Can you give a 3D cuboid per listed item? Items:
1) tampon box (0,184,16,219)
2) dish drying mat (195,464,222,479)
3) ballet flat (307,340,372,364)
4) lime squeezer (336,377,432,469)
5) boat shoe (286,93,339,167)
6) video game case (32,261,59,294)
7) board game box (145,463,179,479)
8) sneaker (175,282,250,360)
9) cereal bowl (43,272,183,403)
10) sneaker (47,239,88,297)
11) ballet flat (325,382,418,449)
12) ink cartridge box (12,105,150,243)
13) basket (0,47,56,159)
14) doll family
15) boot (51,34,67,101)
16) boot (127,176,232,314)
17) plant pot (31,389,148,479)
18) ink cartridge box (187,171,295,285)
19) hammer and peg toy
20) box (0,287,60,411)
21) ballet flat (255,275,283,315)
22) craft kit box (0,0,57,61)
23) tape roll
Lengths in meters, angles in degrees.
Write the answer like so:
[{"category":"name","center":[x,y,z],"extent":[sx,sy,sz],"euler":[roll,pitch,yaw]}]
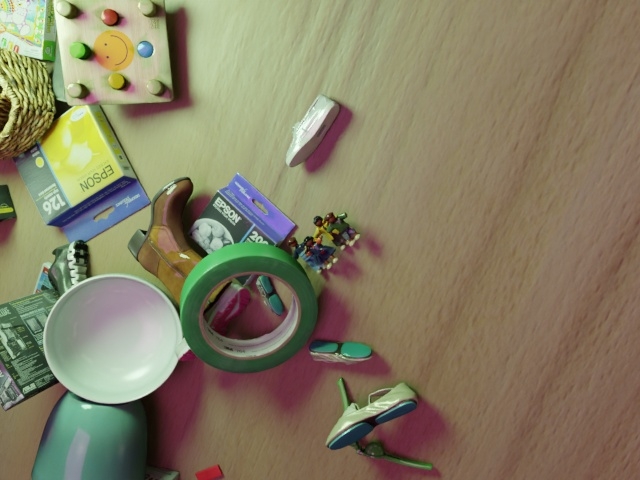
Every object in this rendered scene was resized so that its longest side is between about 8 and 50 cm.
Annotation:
[{"category":"tampon box","center":[-0.978,-0.089,1.725],"extent":[0.161,0.120,0.101],"euler":[-13,95,20]},{"category":"dish drying mat","center":[-0.312,0.654,1.703],"extent":[0.083,0.008,0.032],"euler":[-27,90,21]},{"category":"ballet flat","center":[0.051,0.280,1.503],"extent":[0.168,0.057,0.052],"euler":[5,129,21]},{"category":"lime squeezer","center":[0.128,0.491,1.517],"extent":[0.310,0.059,0.110],"euler":[43,79,8]},{"category":"boat shoe","center":[-0.032,-0.258,1.421],"extent":[0.063,0.066,0.184],"euler":[43,112,21]},{"category":"video game case","center":[-0.759,0.232,1.763],"extent":[0.204,0.025,0.285],"euler":[29,107,11]},{"category":"board game box","center":[-0.556,0.709,1.634],"extent":[0.224,0.303,0.097],"euler":[10,103,17]},{"category":"sneaker","center":[-0.293,0.197,1.562],"extent":[0.111,0.103,0.252],"euler":[39,91,26]},{"category":"cereal bowl","center":[-0.535,0.246,1.600],"extent":[0.339,0.141,0.339],"euler":[-1,95,-14]},{"category":"sneaker","center":[-0.697,0.118,1.674],"extent":[0.106,0.078,0.234],"euler":[-6,81,14]},{"category":"ballet flat","center":[0.116,0.417,1.464],"extent":[0.248,0.086,0.086],"euler":[-28,91,4]},{"category":"ink cartridge box","center":[-0.652,-0.170,1.635],"extent":[0.303,0.072,0.307],"euler":[-27,89,20]},{"category":"basket","center":[-0.862,-0.339,1.552],"extent":[0.299,0.223,0.213],"euler":[-24,73,26]},{"category":"doll family","center":[0.000,0.000,1.447],"extent":[0.111,0.076,0.193],"euler":[39,105,-12]},{"category":"boot","center":[-0.621,-0.457,1.569],"extent":[0.189,0.076,0.208],"euler":[14,98,28]},{"category":"boot","center":[-0.324,0.018,1.492],"extent":[0.280,0.096,0.264],"euler":[42,99,20]},{"category":"plant pot","center":[-0.601,0.518,1.634],"extent":[0.293,0.293,0.235],"euler":[13,96,15]},{"category":"ink cartridge box","center":[-0.201,-0.027,1.525],"extent":[0.206,0.045,0.208],"euler":[42,108,9]},{"category":"hammer and peg toy","center":[-0.486,-0.507,1.441],"extent":[0.266,0.127,0.361],"euler":[-3,103,-7]},{"category":"box","center":[-0.752,0.270,1.589],"extent":[0.076,0.307,0.242],"euler":[-34,89,18]},{"category":"ballet flat","center":[-0.131,0.140,1.541],"extent":[0.041,0.041,0.114],"euler":[-25,91,20]},{"category":"craft kit box","center":[-0.810,-0.621,1.613],"extent":[0.250,0.061,0.247],"euler":[14,101,15]},{"category":"tape roll","center":[-0.170,0.164,1.447],"extent":[0.321,0.077,0.321],"euler":[-6,116,-12]}]
